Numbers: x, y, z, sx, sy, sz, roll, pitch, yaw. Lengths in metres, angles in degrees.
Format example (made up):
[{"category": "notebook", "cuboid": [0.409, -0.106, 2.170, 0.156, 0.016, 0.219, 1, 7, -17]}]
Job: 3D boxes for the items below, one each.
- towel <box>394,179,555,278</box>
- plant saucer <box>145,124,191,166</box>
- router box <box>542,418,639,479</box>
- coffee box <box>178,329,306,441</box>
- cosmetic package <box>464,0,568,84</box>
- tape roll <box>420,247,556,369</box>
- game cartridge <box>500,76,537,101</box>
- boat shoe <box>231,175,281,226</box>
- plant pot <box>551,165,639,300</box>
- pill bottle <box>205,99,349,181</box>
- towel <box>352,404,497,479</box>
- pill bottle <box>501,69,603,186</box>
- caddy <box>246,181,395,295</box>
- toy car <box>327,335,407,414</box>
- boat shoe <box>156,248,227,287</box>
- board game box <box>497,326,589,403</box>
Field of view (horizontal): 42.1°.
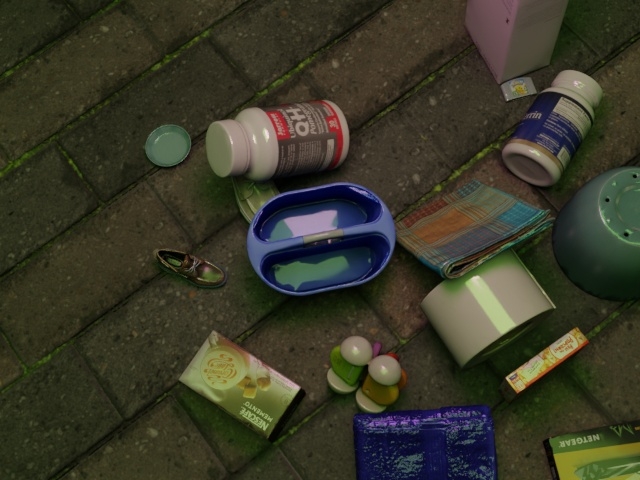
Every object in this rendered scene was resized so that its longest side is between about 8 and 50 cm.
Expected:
[{"category": "towel", "cuboid": [0.319, -0.036, 1.873, 0.271, 0.370, 0.040, -28, 111, -6]}, {"category": "plant saucer", "cuboid": [-0.392, -0.242, 2.153, 0.119, 0.021, 0.119, -1, 70, 4]}, {"category": "router box", "cuboid": [0.658, 0.512, 1.767, 0.309, 0.081, 0.242, -12, 70, 1]}, {"category": "coffee box", "cuboid": [-0.176, 0.332, 1.891, 0.247, 0.098, 0.141, 31, 76, 14]}, {"category": "cosmetic package", "cuboid": [0.470, -0.578, 2.009, 0.156, 0.385, 0.217, -23, 68, -5]}, {"category": "tape roll", "cuboid": [0.365, 0.150, 1.834, 0.246, 0.246, 0.169, -31, 71, -6]}, {"category": "game cartridge", "cuboid": [0.507, -0.389, 2.134, 0.083, 0.017, 0.056, -15, 66, -1]}, {"category": "boat shoe", "cuboid": [-0.175, -0.146, 2.062, 0.109, 0.094, 0.302, -27, 71, -5]}, {"category": "plant pot", "cuboid": [0.690, -0.034, 1.877, 0.293, 0.235, 0.293, -2, 70, 5]}, {"category": "pill bottle", "cuboid": [-0.104, -0.234, 1.975, 0.319, 0.176, 0.176, -13, 66, -34]}, {"category": "towel", "cuboid": [0.226, 0.478, 1.799, 0.308, 0.076, 0.227, -4, 82, 3]}, {"category": "pill bottle", "cuboid": [0.567, -0.274, 2.016, 0.153, 0.153, 0.264, 31, 75, 14]}, {"category": "caddy", "cuboid": [0.000, 0.000, 1.922, 0.341, 0.179, 0.241, -11, 84, -6]}, {"category": "toy car", "cuboid": [0.112, 0.286, 1.874, 0.182, 0.159, 0.136, 33, 42, 15]}, {"category": "boat shoe", "cuboid": [-0.316, 0.066, 2.013, 0.183, 0.066, 0.066, 15, 73, 10]}, {"category": "board game box", "cuboid": [0.486, 0.276, 1.831, 0.193, 0.147, 0.045, -34, 71, -6]}]
